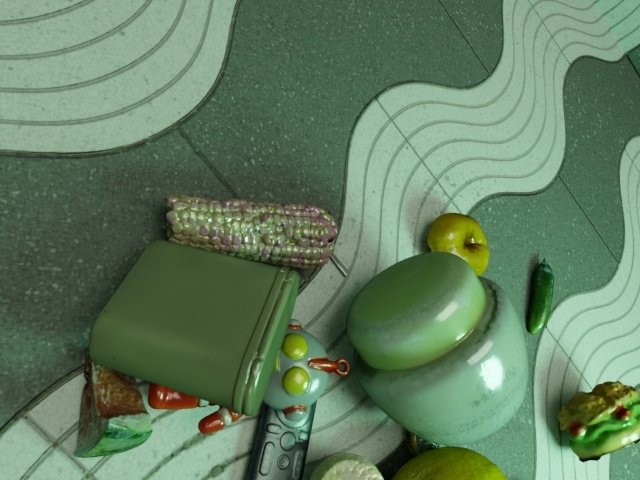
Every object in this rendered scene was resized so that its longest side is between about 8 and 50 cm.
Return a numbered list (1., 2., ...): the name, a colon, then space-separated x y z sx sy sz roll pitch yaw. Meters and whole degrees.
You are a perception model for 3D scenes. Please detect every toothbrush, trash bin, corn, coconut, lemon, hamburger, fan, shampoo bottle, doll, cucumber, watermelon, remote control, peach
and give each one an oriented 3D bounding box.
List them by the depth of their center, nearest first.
1. watermelon: -0.316 0.261 0.746 0.097 0.121 0.158 11 25 -46
2. trash bin: -0.179 0.117 0.753 0.247 0.121 0.243 16 47 5
3. doll: -0.109 0.216 0.827 0.336 0.105 0.200 5 62 -17
4. coconut: 0.045 0.452 0.863 0.147 0.153 0.147 1 61 -2
5. remote control: -0.071 0.376 0.871 0.107 0.044 0.378 26 64 -28
6. corn: -0.120 -0.018 0.908 0.335 0.126 0.127 6 73 -30
7. lemon: 0.234 0.512 0.916 0.236 0.236 0.263 48 51 -12
8. shampoo bottle: 0.226 0.207 0.945 0.322 0.322 0.317 -44 107 -34
9. toothbrush: -0.001 0.000 1.044 0.014 0.017 0.194 -45 104 -28
10. fan: 0.246 0.419 1.069 0.155 0.039 0.082 -1 76 -35
11. peach: 0.336 0.017 1.209 0.179 0.103 0.179 13 67 -33
12. hamburger: 0.725 0.454 1.273 0.237 0.237 0.149 -10 64 -35
13. cucumber: 0.626 0.149 1.391 0.056 0.056 0.250 31 62 -22
